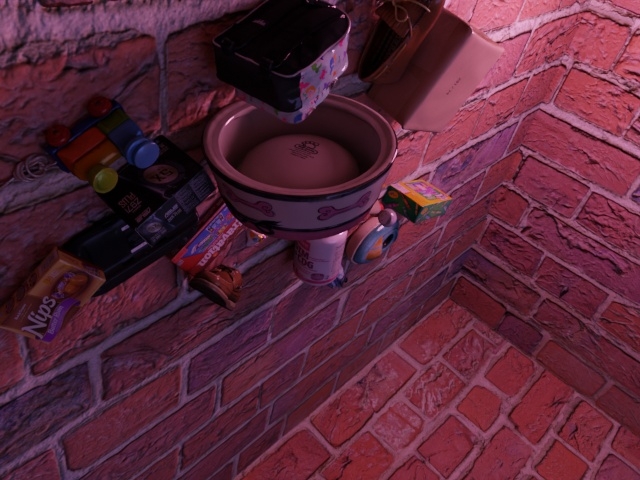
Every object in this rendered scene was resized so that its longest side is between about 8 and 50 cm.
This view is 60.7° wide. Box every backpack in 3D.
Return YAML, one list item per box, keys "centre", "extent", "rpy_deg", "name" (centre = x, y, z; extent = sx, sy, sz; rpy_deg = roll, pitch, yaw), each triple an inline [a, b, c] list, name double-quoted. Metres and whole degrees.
- centre: [-0.063, -0.379, 1.109]
  extent: [0.253, 0.225, 0.191]
  rpy_deg: [-52, 159, -23]
  name: "backpack"
- centre: [0.038, 0.119, 2.043]
  extent: [0.084, 0.105, 0.114]
  rpy_deg: [-42, 147, -22]
  name: "backpack"

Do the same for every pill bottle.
- centre: [0.000, 0.000, 1.763]
  extent: [0.160, 0.160, 0.283]
  rpy_deg: [-33, 148, -35]
  name: "pill bottle"

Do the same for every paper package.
- centre: [0.347, -0.499, 1.628]
  extent: [0.310, 0.168, 0.324]
  rpy_deg: [-10, 142, -54]
  name: "paper package"

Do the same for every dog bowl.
- centre: [-0.045, -0.164, 1.182]
  extent: [0.408, 0.408, 0.150]
  rpy_deg: [-34, 144, -33]
  name: "dog bowl"

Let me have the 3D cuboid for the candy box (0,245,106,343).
- centre: [-0.537, 0.111, 1.091]
  extent: [0.186, 0.053, 0.109]
  rpy_deg: [-47, 134, 4]
  name: "candy box"

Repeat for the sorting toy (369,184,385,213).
- centre: [0.111, -0.174, 1.750]
  extent: [0.047, 0.195, 0.348]
  rpy_deg: [-22, 170, 32]
  name: "sorting toy"

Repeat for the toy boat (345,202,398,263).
- centre: [0.216, -0.031, 2.093]
  extent: [0.267, 0.148, 0.318]
  rpy_deg: [-40, 152, -23]
  name: "toy boat"

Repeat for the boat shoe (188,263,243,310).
- centre: [-0.277, 0.112, 1.499]
  extent: [0.104, 0.111, 0.307]
  rpy_deg: [-62, 176, -14]
  name: "boat shoe"

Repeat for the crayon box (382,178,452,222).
- centre: [0.394, -0.163, 2.196]
  extent: [0.278, 0.165, 0.081]
  rpy_deg: [-15, 136, -51]
  name: "crayon box"

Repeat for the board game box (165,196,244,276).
- centre: [-0.269, -0.032, 1.437]
  extent: [0.281, 0.027, 0.145]
  rpy_deg: [-49, 155, -8]
  name: "board game box"

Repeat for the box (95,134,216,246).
- centre: [-0.331, -0.103, 1.104]
  extent: [0.180, 0.147, 0.077]
  rpy_deg: [-45, 154, -14]
  name: "box"

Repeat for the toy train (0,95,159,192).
- centre: [-0.411, -0.127, 0.946]
  extent: [0.248, 0.143, 0.105]
  rpy_deg: [-43, 153, -18]
  name: "toy train"

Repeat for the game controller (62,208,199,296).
- centre: [-0.411, -0.007, 1.217]
  extent: [0.319, 0.067, 0.166]
  rpy_deg: [-37, 136, -29]
  name: "game controller"

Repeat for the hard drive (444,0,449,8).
- centre: [0.337, -0.740, 1.507]
  extent: [0.307, 0.040, 0.203]
  rpy_deg: [-57, 154, 10]
  name: "hard drive"

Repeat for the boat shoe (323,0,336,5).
- centre: [0.014, -0.545, 1.244]
  extent: [0.035, 0.035, 0.100]
  rpy_deg: [26, 106, -36]
  name: "boat shoe"

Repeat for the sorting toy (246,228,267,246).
- centre: [-0.183, -0.011, 1.601]
  extent: [0.083, 0.045, 0.075]
  rpy_deg: [-22, 161, -46]
  name: "sorting toy"

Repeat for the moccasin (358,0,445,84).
- centre: [0.197, -0.565, 1.385]
  extent: [0.147, 0.139, 0.380]
  rpy_deg: [-17, 156, -35]
  name: "moccasin"
